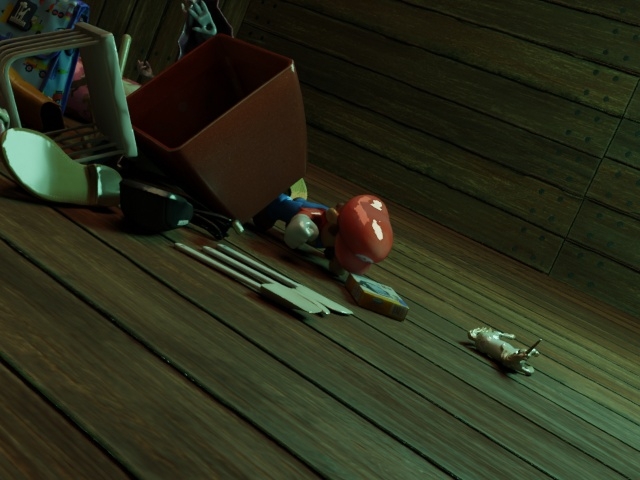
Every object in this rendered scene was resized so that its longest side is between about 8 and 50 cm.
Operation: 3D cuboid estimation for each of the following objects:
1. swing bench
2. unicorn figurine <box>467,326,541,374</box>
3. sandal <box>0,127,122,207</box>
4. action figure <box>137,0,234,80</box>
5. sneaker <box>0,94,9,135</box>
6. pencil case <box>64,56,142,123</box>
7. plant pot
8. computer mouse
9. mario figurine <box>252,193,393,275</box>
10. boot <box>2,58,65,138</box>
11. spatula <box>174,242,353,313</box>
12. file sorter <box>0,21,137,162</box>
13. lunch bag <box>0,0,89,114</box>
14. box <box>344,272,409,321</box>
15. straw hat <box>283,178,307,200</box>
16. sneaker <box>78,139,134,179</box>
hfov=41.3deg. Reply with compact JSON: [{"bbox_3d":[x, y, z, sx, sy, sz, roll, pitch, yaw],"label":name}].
[{"bbox_3d":[-0.339,-0.241,1.744,0.253,0.254,0.165,18,-29,-39],"label":"swing bench"},{"bbox_3d":[0.299,0.176,1.346,0.162,0.060,0.111,9,-4,44],"label":"unicorn figurine"},{"bbox_3d":[-0.378,-0.086,1.177,0.079,0.088,0.240,-8,-13,25],"label":"sandal"},{"bbox_3d":[-0.267,-0.438,2.037,0.276,0.248,0.370,31,-9,-8],"label":"action figure"},{"bbox_3d":[-0.504,-0.167,1.226,0.111,0.103,0.252,26,14,-6],"label":"sneaker"},{"bbox_3d":[-0.515,-0.349,2.118,0.386,0.167,0.160,23,-24,-3],"label":"pencil case"},{"bbox_3d":[-0.176,-0.187,1.558,0.267,0.267,0.235,32,-25,46],"label":"plant pot"},{"bbox_3d":[-0.207,-0.030,1.270,0.184,0.060,0.262,18,-3,-4],"label":"computer mouse"},{"bbox_3d":[0.000,0.000,1.550,0.198,0.170,0.320,-26,24,-28],"label":"mario figurine"},{"bbox_3d":[-0.595,-0.303,1.574,0.211,0.104,0.295,30,-12,17],"label":"boot"},{"bbox_3d":[-0.083,0.051,1.211,0.242,0.019,0.168,27,10,22],"label":"spatula"},{"bbox_3d":[-0.431,-0.240,1.400,0.173,0.193,0.278,-16,23,-20],"label":"file sorter"},{"bbox_3d":[-0.628,-0.426,1.810,0.221,0.293,0.138,24,8,10],"label":"lunch bag"},{"bbox_3d":[0.089,0.089,1.399,0.081,0.028,0.136,21,10,-14],"label":"box"},{"bbox_3d":[-0.107,-0.125,2.086,0.144,0.144,0.061,17,-32,-37],"label":"straw hat"},{"bbox_3d":[-0.365,-0.136,1.482,0.085,0.058,0.152,16,13,-6],"label":"sneaker"}]
